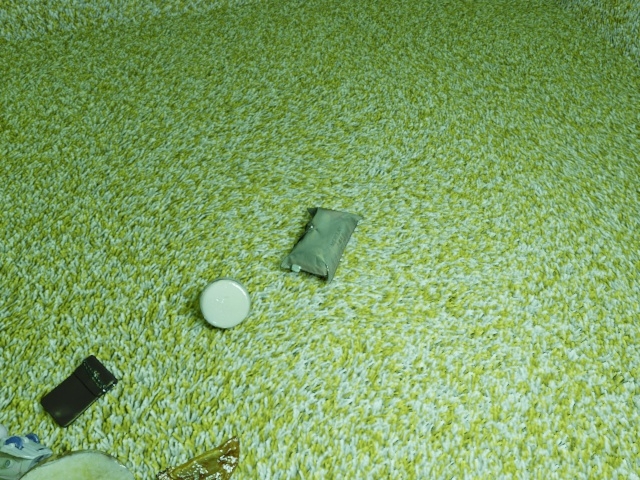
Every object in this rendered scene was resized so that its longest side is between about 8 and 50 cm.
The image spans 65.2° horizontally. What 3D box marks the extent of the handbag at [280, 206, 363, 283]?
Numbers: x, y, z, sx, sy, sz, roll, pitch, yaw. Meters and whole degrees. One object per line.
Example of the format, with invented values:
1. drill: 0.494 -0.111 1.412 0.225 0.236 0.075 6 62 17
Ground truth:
1. handbag: 0.000 0.000 1.484 0.182 0.117 0.270 14 54 18

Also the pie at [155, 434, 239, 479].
1. pie: -0.263 0.520 1.123 0.191 0.033 0.088 -19 72 -19

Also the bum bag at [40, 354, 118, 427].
1. bum bag: -0.590 0.366 1.223 0.109 0.026 0.159 34 58 19

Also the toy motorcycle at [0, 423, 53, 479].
1. toy motorcycle: -0.659 0.485 1.096 0.254 0.112 0.112 22 55 9

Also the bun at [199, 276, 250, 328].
1. bun: -0.257 0.167 1.356 0.138 0.094 0.138 1 86 -9

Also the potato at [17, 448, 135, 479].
1. potato: -0.520 0.540 1.009 0.239 0.116 0.299 41 77 -23
